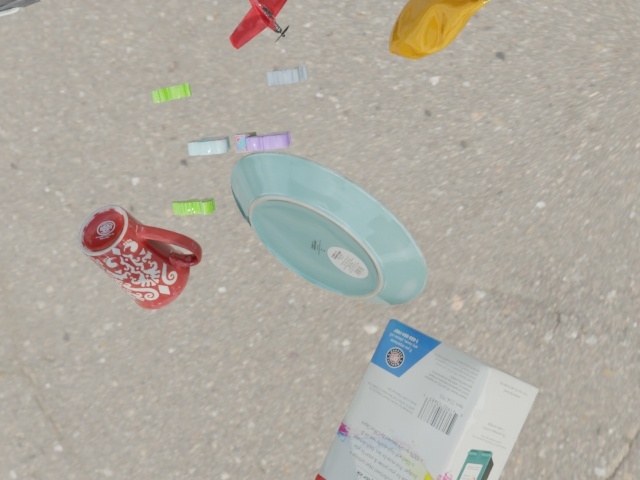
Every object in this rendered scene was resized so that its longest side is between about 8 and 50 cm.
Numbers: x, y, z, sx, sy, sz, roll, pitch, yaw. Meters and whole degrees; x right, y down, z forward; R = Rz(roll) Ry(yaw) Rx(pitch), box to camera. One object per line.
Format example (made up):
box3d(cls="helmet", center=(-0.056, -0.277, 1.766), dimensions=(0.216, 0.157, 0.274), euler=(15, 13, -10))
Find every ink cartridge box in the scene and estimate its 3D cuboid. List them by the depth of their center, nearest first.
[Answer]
box3d(cls="ink cartridge box", center=(0.079, 0.203, 0.853), dimensions=(0.134, 0.078, 0.231), euler=(24, 88, 50))

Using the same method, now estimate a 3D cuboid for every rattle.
box3d(cls="rattle", center=(0.063, -0.195, 0.541), dimensions=(0.142, 0.199, 0.130), euler=(-5, 82, 29))

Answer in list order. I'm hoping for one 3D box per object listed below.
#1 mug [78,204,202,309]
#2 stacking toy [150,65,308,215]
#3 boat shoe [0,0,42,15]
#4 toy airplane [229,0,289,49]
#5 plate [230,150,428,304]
box3d(cls="mug", center=(-0.284, 0.012, 1.516), dimensions=(0.150, 0.169, 0.113), euler=(-39, 51, 2))
box3d(cls="stacking toy", center=(-0.103, -0.117, 1.174), dimensions=(0.221, 0.052, 0.167), euler=(-4, 103, 21))
box3d(cls="boat shoe", center=(-0.275, -0.305, 0.991), dimensions=(0.301, 0.102, 0.108), euler=(-24, 87, 6))
box3d(cls="toy airplane", center=(-0.105, -0.383, 1.521), dimensions=(0.028, 0.151, 0.151), euler=(2, 105, 63))
box3d(cls="plate", center=(0.000, 0.000, 0.788), dimensions=(0.188, 0.024, 0.188), euler=(26, 152, 15))
